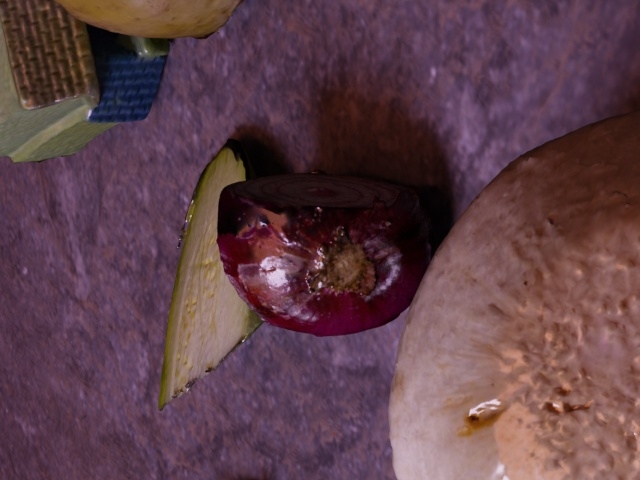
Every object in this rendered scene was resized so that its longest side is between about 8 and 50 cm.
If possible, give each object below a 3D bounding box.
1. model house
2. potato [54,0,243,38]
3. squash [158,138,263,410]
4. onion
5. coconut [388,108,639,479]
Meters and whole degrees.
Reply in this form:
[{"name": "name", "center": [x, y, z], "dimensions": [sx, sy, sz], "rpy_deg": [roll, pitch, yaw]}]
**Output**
[{"name": "model house", "center": [-0.269, -0.195, 1.553], "dimensions": [0.189, 0.214, 0.195], "rpy_deg": [-15, 82, 37]}, {"name": "potato", "center": [-0.177, -0.314, 1.388], "dimensions": [0.242, 0.242, 0.285], "rpy_deg": [53, 139, 17]}, {"name": "squash", "center": [-0.115, 0.028, 1.507], "dimensions": [0.155, 0.204, 0.237], "rpy_deg": [46, 145, -6]}, {"name": "onion", "center": [0.000, 0.000, 1.374], "dimensions": [0.218, 0.195, 0.140], "rpy_deg": [-126, 28, -71]}, {"name": "coconut", "center": [0.233, 0.095, 1.032], "dimensions": [0.345, 0.415, 0.415], "rpy_deg": [22, 123, 15]}]
